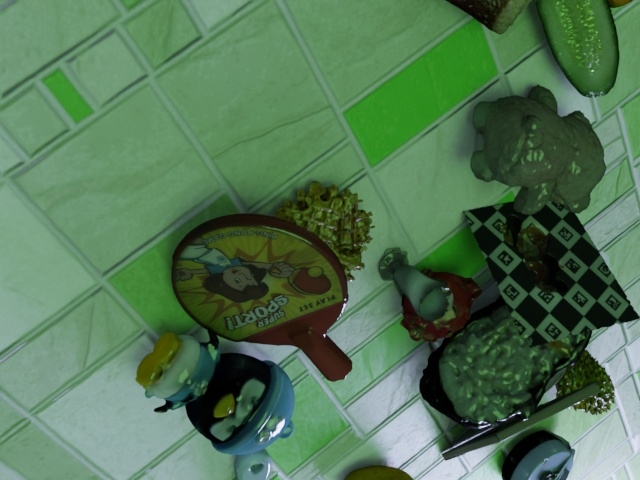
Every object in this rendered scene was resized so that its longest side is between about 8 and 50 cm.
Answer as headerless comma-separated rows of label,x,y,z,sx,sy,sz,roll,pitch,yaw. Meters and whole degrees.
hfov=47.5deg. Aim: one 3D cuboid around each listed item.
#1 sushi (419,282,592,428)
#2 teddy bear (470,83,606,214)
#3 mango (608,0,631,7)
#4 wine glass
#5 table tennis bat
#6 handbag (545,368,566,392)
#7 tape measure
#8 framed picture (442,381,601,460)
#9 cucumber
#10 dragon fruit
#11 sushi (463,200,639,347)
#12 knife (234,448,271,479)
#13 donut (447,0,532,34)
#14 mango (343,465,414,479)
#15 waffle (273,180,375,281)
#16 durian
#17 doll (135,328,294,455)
sushi,0.364,0.224,1.433,0.350,0.211,0.171,-42,172,-11
teddy bear,0.387,-0.160,1.282,0.267,0.151,0.236,9,83,-42
mango,0.510,-0.496,1.189,0.152,0.120,0.221,9,118,-33
wine glass,0.165,0.075,1.286,0.072,0.155,0.072,-12,120,-21
table tennis bat,-0.068,0.105,1.187,0.268,0.051,0.414,-22,130,19
handbag,0.451,0.300,1.611,0.256,0.079,0.219,-29,129,-10
tape measure,0.530,0.556,1.770,0.181,0.107,0.182,1,118,-36
framed picture,0.413,0.390,1.544,0.247,0.022,0.335,-21,163,-18
cucumber,0.449,-0.351,1.265,0.115,0.063,0.244,-23,129,13
dragon fruit,0.221,0.115,1.362,0.166,0.133,0.136,-29,168,-11
sushi,0.418,0.058,1.373,0.264,0.290,0.050,-11,153,-23
knife,-0.162,0.542,1.439,0.080,0.044,0.331,0,119,-28
donut,0.254,-0.404,1.113,0.126,0.144,0.186,-59,156,18
mango,0.127,0.547,1.556,0.195,0.098,0.137,21,108,-29
waffle,0.000,0.000,1.212,0.197,0.070,0.193,-43,126,-1
durian,0.607,0.357,1.696,0.108,0.119,0.186,-24,126,-20
doll,-0.158,0.263,1.226,0.314,0.141,0.177,36,91,-33
